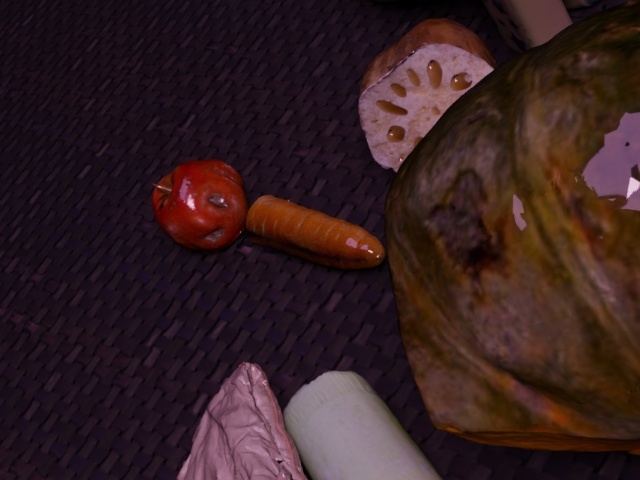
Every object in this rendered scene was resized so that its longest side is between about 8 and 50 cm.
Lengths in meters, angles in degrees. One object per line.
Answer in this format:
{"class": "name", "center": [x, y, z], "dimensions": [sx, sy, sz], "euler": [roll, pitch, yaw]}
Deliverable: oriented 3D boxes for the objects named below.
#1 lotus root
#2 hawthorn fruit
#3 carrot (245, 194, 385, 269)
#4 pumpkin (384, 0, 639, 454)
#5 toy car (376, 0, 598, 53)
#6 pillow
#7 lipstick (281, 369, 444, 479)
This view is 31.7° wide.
{"class": "lotus root", "center": [0.091, -0.114, 0.919], "dimensions": [0.122, 0.112, 0.081], "euler": [-37, 22, 19]}
{"class": "hawthorn fruit", "center": [-0.109, -0.034, 1.007], "dimensions": [0.093, 0.093, 0.093], "euler": [-19, 47, 22]}
{"class": "carrot", "center": [0.000, 0.000, 0.936], "dimensions": [0.139, 0.048, 0.048], "euler": [19, 68, 40]}
{"class": "pumpkin", "center": [0.185, -0.006, 0.650], "dimensions": [0.225, 0.303, 0.256], "euler": [-23, 72, 27]}
{"class": "toy car", "center": [0.088, -0.297, 0.982], "dimensions": [0.336, 0.242, 0.226], "euler": [14, 68, 40]}
{"class": "pillow", "center": [-0.046, 0.209, 0.754], "dimensions": [0.135, 0.049, 0.248], "euler": [-61, 35, 30]}
{"class": "lipstick", "center": [0.066, 0.194, 0.705], "dimensions": [0.076, 0.076, 0.304], "euler": [-41, 42, 0]}
